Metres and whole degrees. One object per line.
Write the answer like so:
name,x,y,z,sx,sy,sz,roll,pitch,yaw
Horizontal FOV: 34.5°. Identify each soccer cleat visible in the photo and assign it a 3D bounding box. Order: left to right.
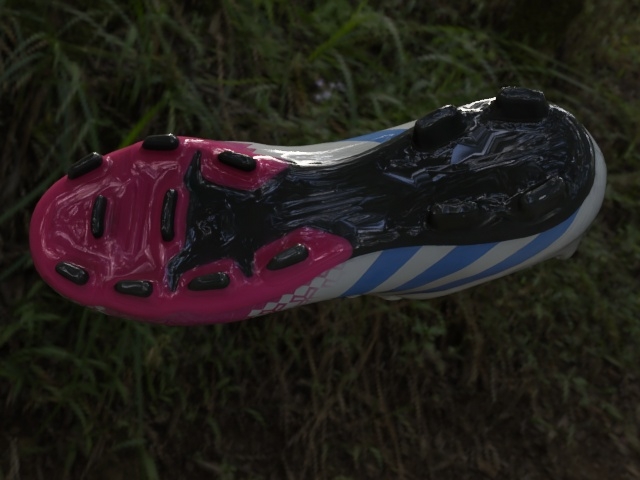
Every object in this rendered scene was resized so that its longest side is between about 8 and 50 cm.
soccer cleat,0.000,0.000,0.609,0.331,0.143,0.116,-7,67,11
